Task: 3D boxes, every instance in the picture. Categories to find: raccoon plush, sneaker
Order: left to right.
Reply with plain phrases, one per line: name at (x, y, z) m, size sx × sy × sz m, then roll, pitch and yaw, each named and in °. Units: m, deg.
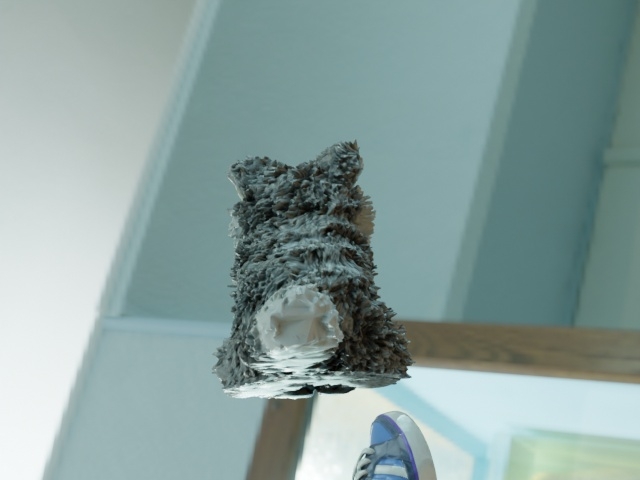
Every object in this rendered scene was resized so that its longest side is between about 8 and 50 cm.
raccoon plush at (0.000, 0.000, 1.478) m, size 0.216 × 0.446 × 0.299 m, roll -1°, pitch -103°, yaw -12°
sneaker at (0.038, 0.372, 1.899) m, size 0.130 × 0.236 × 0.322 m, roll 101°, pitch 161°, yaw -43°
